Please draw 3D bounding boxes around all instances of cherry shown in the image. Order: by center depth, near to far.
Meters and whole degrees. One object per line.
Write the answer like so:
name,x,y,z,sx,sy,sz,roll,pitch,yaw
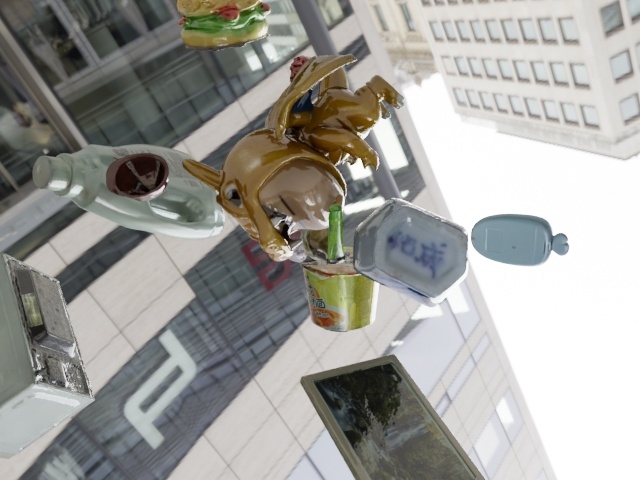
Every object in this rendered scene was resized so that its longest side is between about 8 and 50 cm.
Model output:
cherry,-0.045,-0.010,1.805,0.176,0.176,0.140,-32,-134,-8

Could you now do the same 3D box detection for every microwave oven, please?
microwave oven,-0.694,0.259,1.358,0.286,0.218,0.354,-35,-121,2

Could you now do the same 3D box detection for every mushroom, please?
mushroom,-0.002,-0.003,1.568,0.087,0.107,0.333,-36,-173,2

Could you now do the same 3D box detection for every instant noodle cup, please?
instant noodle cup,0.068,0.149,1.888,0.265,0.200,0.264,-2,-162,1

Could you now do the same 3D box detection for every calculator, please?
calculator,0.632,0.001,1.938,0.303,0.188,0.042,7,-147,24

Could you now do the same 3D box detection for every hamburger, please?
hamburger,-0.233,-0.552,1.460,0.237,0.148,0.237,-5,-152,3

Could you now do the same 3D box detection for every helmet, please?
helmet,-0.311,-0.102,1.064,0.111,0.057,0.089,-1,-112,5

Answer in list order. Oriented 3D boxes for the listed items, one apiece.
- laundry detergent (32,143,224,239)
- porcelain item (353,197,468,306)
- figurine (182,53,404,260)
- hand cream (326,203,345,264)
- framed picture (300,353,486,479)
laundry detergent,-0.404,-0.111,1.302,0.124,0.398,0.264,-46,-115,24
porcelain item,0.186,0.022,1.258,0.405,0.243,0.178,54,62,-86
figurine,-0.042,-0.181,1.196,0.387,0.268,0.401,-45,-157,-2
hand cream,0.026,-0.007,1.049,0.036,0.121,0.023,-15,-140,-17
framed picture,0.132,0.357,1.139,0.241,0.020,0.324,-5,-139,-31
